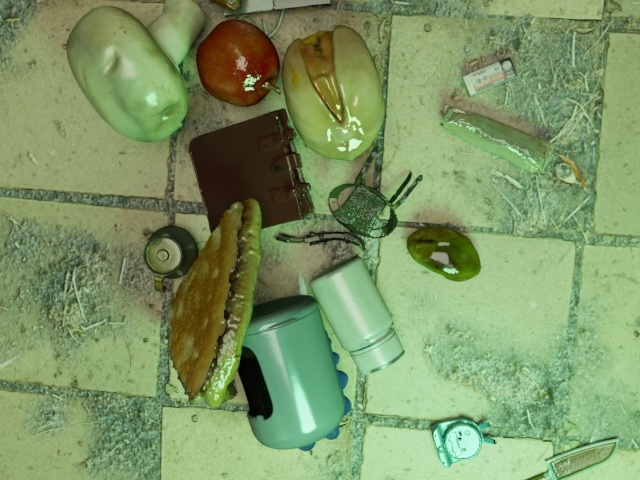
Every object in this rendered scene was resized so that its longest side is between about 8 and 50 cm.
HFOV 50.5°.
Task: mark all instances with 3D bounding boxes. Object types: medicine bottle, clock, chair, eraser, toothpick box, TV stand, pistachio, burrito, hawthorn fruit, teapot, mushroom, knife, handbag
[{"bbox_3d":[0.090,0.177,1.605,0.143,0.143,0.258,-29,92,5],"label":"medicine bottle"},{"bbox_3d":[0.353,0.488,1.663,0.147,0.045,0.108,-18,95,5],"label":"clock"},{"bbox_3d":[0.121,-0.104,1.583,0.174,0.149,0.213,33,101,-4],"label":"chair"},{"bbox_3d":[0.398,-0.385,1.595,0.122,0.029,0.052,-22,93,5],"label":"eraser"},{"bbox_3d":[-0.064,0.322,1.587,0.262,0.263,0.355,-15,95,5],"label":"toothpick box"},{"bbox_3d":[-0.103,-0.567,1.607,0.256,0.040,0.049,-5,96,4],"label":"TV stand"},{"bbox_3d":[0.298,0.027,1.600,0.189,0.100,0.110,28,100,2],"label":"pistachio"},{"bbox_3d":[0.030,-0.331,1.532,0.229,0.230,0.309,-18,77,5],"label":"pistachio"},{"bbox_3d":[0.409,-0.242,1.594,0.275,0.059,0.082,23,89,1],"label":"burrito"},{"bbox_3d":[-0.168,-0.386,1.533,0.225,0.196,0.197,39,97,28],"label":"hawthorn fruit"},{"bbox_3d":[-0.369,0.047,1.635,0.130,0.119,0.166,16,96,3],"label":"teapot"},{"bbox_3d":[-0.432,-0.396,1.522,0.314,0.315,0.356,-9,65,4],"label":"mushroom"},{"bbox_3d":[0.001,-0.006,1.656,0.222,0.021,0.046,6,99,2],"label":"knife"},{"bbox_3d":[-0.163,-0.150,1.577,0.275,0.084,0.260,-12,93,31],"label":"handbag"},{"bbox_3d":[0.577,0.565,1.665,0.342,0.027,0.061,-25,89,5],"label":"knife"}]

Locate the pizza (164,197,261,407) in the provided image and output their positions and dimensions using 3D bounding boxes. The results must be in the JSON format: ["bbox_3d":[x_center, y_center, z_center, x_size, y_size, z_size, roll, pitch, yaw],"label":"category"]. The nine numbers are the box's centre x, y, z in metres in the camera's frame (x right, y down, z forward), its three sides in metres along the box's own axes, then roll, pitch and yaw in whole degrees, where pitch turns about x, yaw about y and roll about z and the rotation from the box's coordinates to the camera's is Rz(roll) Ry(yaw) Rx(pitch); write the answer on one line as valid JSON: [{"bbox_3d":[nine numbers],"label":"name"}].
[{"bbox_3d":[-0.232,0.171,1.477,0.080,0.392,0.435,17,126,-27],"label":"pizza"}]

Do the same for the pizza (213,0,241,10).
[{"bbox_3d":[-0.210,-0.627,1.600,0.184,0.036,0.176,40,68,22],"label":"pizza"}]

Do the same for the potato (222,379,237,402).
[{"bbox_3d":[-0.281,0.328,1.668,0.100,0.089,0.172,-17,95,7],"label":"potato"}]
